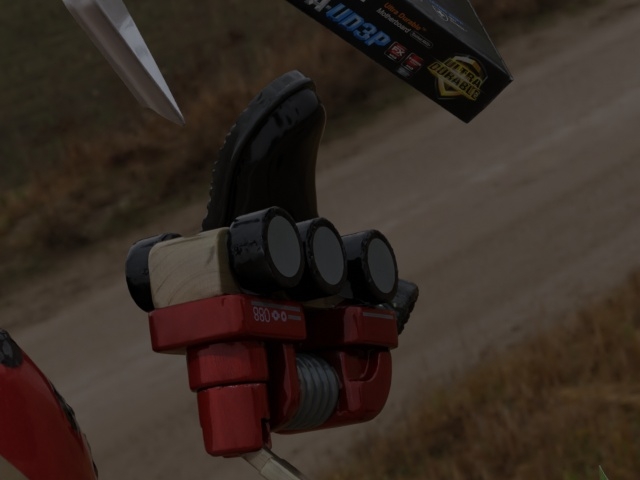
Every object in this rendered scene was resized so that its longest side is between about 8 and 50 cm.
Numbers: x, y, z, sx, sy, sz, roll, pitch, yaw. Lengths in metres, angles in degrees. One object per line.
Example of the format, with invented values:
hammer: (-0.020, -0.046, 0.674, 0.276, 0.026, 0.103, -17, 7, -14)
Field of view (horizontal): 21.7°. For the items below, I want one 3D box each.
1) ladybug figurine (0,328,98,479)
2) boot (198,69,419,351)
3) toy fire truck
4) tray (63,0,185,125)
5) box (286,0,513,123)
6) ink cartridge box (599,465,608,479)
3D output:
ladybug figurine: (-0.292, 0.164, 1.288, 0.305, 0.449, 0.162, 28, 66, 17)
boot: (0.002, -0.001, 1.930, 0.260, 0.348, 0.131, 33, 38, 18)
toy fire truck: (-0.010, 0.111, 1.188, 0.158, 0.246, 0.217, -12, -12, 28)
tray: (-0.196, -0.203, 1.495, 0.030, 0.145, 0.270, -30, -23, 1)
box: (0.022, -0.193, 1.166, 0.051, 0.220, 0.175, -45, 36, 20)
ink cartridge box: (0.377, 0.449, 2.308, 0.097, 0.189, 0.255, -7, 16, -2)
